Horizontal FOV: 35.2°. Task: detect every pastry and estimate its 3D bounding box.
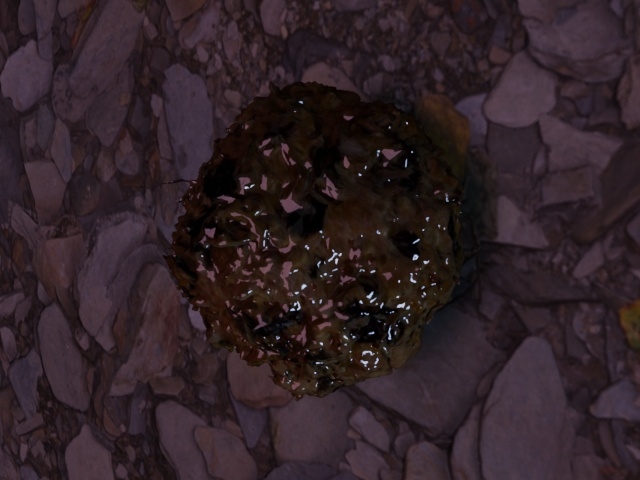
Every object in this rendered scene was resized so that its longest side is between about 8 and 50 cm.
[{"bbox_3d":[0.000,0.000,0.884,0.193,0.274,0.275,131,128,-85],"label":"pastry"}]
